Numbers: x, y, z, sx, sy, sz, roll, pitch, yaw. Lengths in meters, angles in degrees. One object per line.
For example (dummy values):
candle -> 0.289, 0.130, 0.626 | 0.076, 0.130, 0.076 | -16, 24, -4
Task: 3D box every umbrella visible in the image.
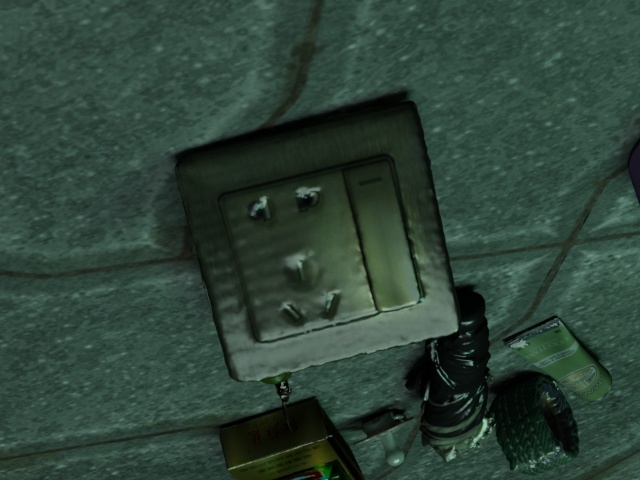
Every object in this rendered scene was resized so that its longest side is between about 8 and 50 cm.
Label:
umbrella -> 0.185, 0.172, 2.067 | 0.113, 0.106, 0.358 | -20, 145, -11

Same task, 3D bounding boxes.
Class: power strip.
power strip -> 0.002, -0.001, 1.569 | 0.251, 0.257, 0.092 | -11, -164, 6

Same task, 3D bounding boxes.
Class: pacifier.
pacifier -> 0.101, 0.294, 2.243 | 0.099, 0.078, 0.081 | -28, 170, 22

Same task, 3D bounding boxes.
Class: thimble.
thimble -> 0.316, 0.274, 2.245 | 0.090, 0.135, 0.118 | -31, 149, 29

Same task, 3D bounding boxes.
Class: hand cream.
hand cream -> 0.351, 0.174, 2.177 | 0.086, 0.055, 0.235 | -30, 142, 20

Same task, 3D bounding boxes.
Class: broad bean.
broad bean -> -0.054, 0.153, 1.862 | 0.056, 0.098, 0.318 | -20, 161, 0

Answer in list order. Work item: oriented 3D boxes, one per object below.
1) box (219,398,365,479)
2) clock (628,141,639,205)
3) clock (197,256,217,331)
box -> -0.039, 0.318, 2.223 | 0.159, 0.071, 0.240 | -20, 152, 5
clock -> 0.522, -0.081, 1.742 | 0.338, 0.102, 0.338 | -12, 151, -7
clock -> -0.036, 0.031, 1.702 | 0.192, 0.071, 0.147 | -14, 152, -2
